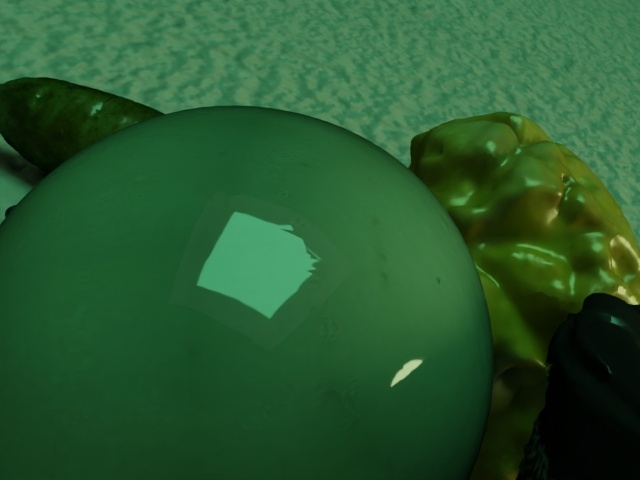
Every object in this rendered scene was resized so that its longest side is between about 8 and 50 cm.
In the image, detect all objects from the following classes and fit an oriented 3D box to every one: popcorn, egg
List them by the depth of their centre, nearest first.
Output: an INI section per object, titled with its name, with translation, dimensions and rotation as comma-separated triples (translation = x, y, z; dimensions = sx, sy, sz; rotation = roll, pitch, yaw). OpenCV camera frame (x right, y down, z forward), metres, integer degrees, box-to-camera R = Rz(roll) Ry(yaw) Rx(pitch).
[egg]
translation = -0.028, 0.040, 0.618
dimensions = 0.168, 0.168, 0.231
rotation = 27, 15, 8
[popcorn]
translation = 0.068, 0.033, 0.772
dimensions = 0.148, 0.167, 0.152
rotation = -8, 15, 45

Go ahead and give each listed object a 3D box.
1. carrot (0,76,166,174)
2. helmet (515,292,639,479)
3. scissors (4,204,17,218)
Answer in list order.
[carrot]
translation = 0.000, 0.000, 0.904
dimensions = 0.358, 0.074, 0.074
rotation = 25, 19, 6
[helmet]
translation = 0.154, 0.130, 0.607
dimensions = 0.230, 0.160, 0.279
rotation = 22, 7, -4
[scissors]
translation = -0.085, 0.012, 0.857
dimensions = 0.119, 0.014, 0.058
rotation = 17, 25, -10
